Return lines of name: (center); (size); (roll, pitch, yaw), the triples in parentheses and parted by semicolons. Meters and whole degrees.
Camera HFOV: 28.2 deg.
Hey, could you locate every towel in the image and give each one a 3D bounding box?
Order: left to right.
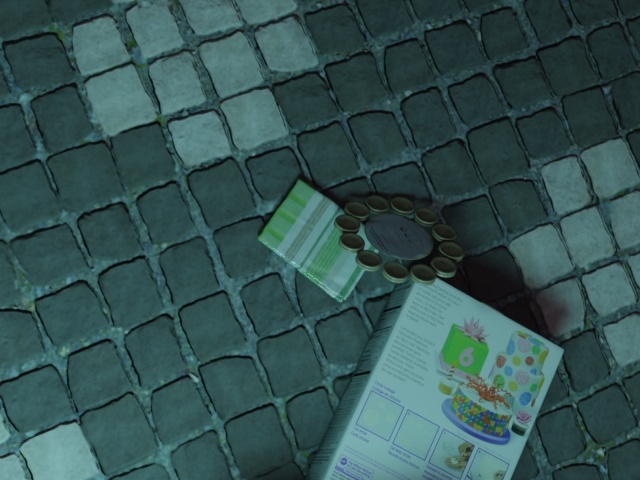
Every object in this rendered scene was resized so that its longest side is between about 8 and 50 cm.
towel: (0.000, 0.000, 1.772); (0.152, 0.023, 0.113); (37, 70, -6)

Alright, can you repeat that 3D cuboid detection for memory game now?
memory game: (0.108, -0.001, 1.750); (0.186, 0.012, 0.186); (10, 39, -9)

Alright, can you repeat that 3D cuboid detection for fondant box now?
fondant box: (0.156, 0.240, 1.738); (0.238, 0.096, 0.330); (29, 74, -10)
